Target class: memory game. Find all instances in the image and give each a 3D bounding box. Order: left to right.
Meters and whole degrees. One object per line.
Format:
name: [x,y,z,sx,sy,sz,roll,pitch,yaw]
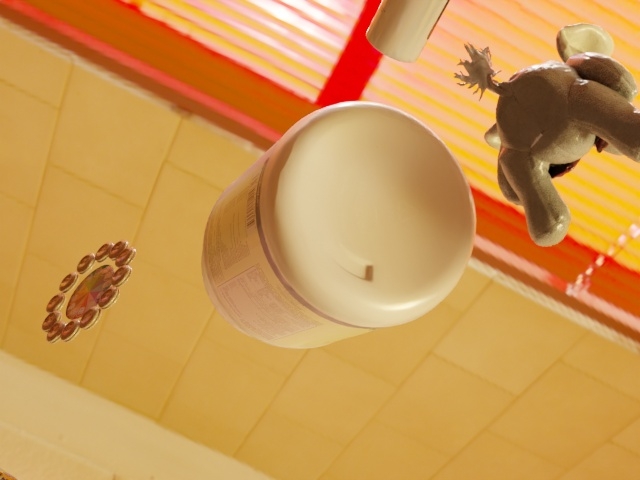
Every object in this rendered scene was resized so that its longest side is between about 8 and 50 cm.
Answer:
memory game: [-0.342,0.072,1.288,0.012,0.186,0.186,45,-146,-33]

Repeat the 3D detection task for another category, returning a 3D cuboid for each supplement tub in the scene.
supplement tub: [0.000,0.000,1.007,0.235,0.325,0.236,5,-104,-22]

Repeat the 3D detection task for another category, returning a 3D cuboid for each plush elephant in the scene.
plush elephant: [0.382,-0.191,1.367,0.330,0.272,0.255,49,-143,18]

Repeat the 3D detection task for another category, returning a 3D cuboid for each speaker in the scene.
speaker: [0.091,-0.225,0.769,0.055,0.136,0.055,19,-144,-14]

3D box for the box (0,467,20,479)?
box: [-0.432,0.279,1.050,0.168,0.054,0.059,16,-114,32]
